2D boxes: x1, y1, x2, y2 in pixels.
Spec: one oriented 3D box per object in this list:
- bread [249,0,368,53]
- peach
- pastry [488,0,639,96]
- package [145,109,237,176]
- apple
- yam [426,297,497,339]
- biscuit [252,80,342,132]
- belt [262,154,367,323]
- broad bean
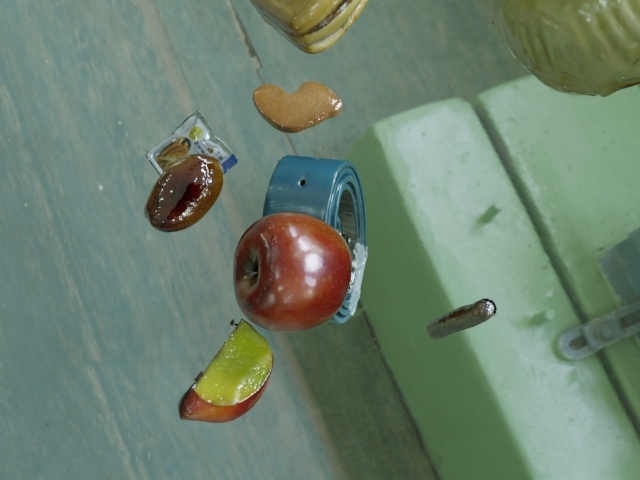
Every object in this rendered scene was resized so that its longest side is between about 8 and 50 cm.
[{"bbox_3d":[-0.010,-0.283,0.839,0.116,0.200,0.077,-42,125,3],"label":"bread"},{"bbox_3d":[-0.214,0.341,1.730,0.154,0.158,0.267,31,53,4],"label":"peach"},{"bbox_3d":[0.469,-0.406,1.184,0.313,0.389,0.388,38,58,-41],"label":"pastry"},{"bbox_3d":[-0.302,-0.194,1.726,0.171,0.027,0.173,-40,73,3],"label":"package"},{"bbox_3d":[-0.042,0.049,1.097,0.169,0.181,0.180,13,66,-30],"label":"apple"},{"bbox_3d":[0.274,0.157,1.455,0.046,0.264,0.046,4,74,-12],"label":"yam"},{"bbox_3d":[-0.063,-0.350,1.844,0.192,0.036,0.186,-26,55,-19],"label":"biscuit"},{"bbox_3d":[0.001,-0.001,1.661,0.173,0.436,0.300,11,54,15],"label":"belt"},{"bbox_3d":[-0.247,-0.088,1.345,0.165,0.114,0.084,-52,49,4],"label":"broad bean"}]
